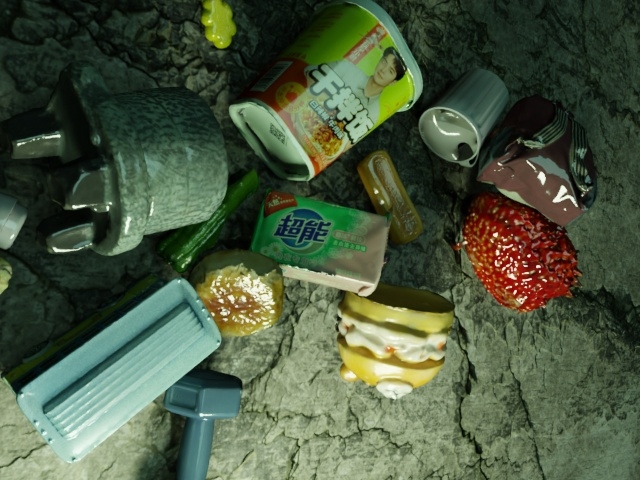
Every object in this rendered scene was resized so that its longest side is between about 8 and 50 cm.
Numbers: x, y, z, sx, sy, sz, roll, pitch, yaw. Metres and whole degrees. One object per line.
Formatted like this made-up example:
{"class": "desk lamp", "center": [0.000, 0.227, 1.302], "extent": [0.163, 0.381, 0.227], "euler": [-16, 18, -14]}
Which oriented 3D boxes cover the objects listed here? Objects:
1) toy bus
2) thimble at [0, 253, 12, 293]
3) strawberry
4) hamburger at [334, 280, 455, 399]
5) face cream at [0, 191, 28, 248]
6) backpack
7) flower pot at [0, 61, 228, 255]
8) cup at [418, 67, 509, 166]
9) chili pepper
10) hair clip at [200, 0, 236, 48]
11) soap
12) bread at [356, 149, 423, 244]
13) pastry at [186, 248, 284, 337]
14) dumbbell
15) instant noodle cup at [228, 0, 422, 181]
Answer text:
{"class": "toy bus", "center": [-0.348, 0.197, 1.024], "extent": [0.312, 0.190, 0.152], "euler": [-38, 112, -29]}
{"class": "thimble", "center": [-0.565, 0.049, 0.884], "extent": [0.143, 0.191, 0.137], "euler": [52, 25, -32]}
{"class": "strawberry", "center": [0.501, 0.028, 1.616], "extent": [0.344, 0.292, 0.292], "euler": [34, 70, -6]}
{"class": "hamburger", "center": [0.157, 0.224, 1.355], "extent": [0.277, 0.276, 0.236], "euler": [5, 101, -36]}
{"class": "face cream", "center": [-0.522, -0.036, 0.956], "extent": [0.095, 0.091, 0.091], "euler": [27, 76, -25]}
{"class": "backpack", "center": [0.559, -0.224, 1.498], "extent": [0.283, 0.197, 0.317], "euler": [32, 59, -4]}
{"class": "flower pot", "center": [-0.331, -0.136, 0.974], "extent": [0.283, 0.299, 0.298], "euler": [-20, 103, -38]}
{"class": "cup", "center": [0.368, -0.311, 1.566], "extent": [0.167, 0.221, 0.202], "euler": [34, 62, 12]}
{"class": "chili pepper", "center": [-0.212, -0.046, 1.170], "extent": [0.083, 0.099, 0.253], "euler": [49, 64, -16]}
{"class": "hair clip", "center": [-0.211, -0.467, 1.192], "extent": [0.072, 0.046, 0.173], "euler": [-22, 105, -29]}
{"class": "soap", "center": [0.000, 0.001, 1.250], "extent": [0.274, 0.098, 0.217], "euler": [14, 66, -2]}
{"class": "bread", "center": [0.163, -0.105, 1.452], "extent": [0.093, 0.074, 0.239], "euler": [-33, 109, -13]}
{"class": "pastry", "center": [-0.156, 0.097, 1.166], "extent": [0.093, 0.182, 0.192], "euler": [-90, 170, -49]}
{"class": "dumbbell", "center": [-0.237, 0.407, 1.139], "extent": [0.144, 0.156, 0.316], "euler": [9, 85, -6]}
{"class": "instant noodle cup", "center": [-0.002, -0.292, 1.232], "extent": [0.308, 0.294, 0.294], "euler": [-45, 115, -18]}
